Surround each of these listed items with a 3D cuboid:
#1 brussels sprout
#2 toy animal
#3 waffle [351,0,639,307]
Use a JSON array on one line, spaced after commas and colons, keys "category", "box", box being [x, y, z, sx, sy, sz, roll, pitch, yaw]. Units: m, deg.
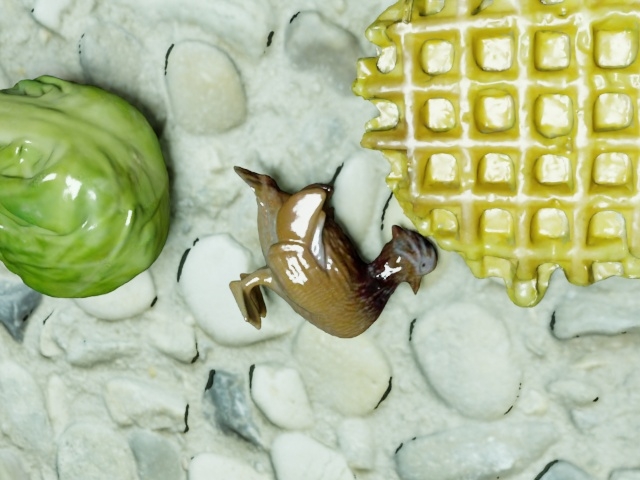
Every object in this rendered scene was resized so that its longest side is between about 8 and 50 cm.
[{"category": "brussels sprout", "box": [-0.240, -0.046, 0.723, 0.223, 0.161, 0.223, 20, 129, 27]}, {"category": "toy animal", "box": [0.000, 0.000, 0.698, 0.179, 0.089, 0.188, -25, 97, 9]}, {"category": "waffle", "box": [0.189, -0.102, 0.617, 0.312, 0.060, 0.307, -34, 95, 23]}]
